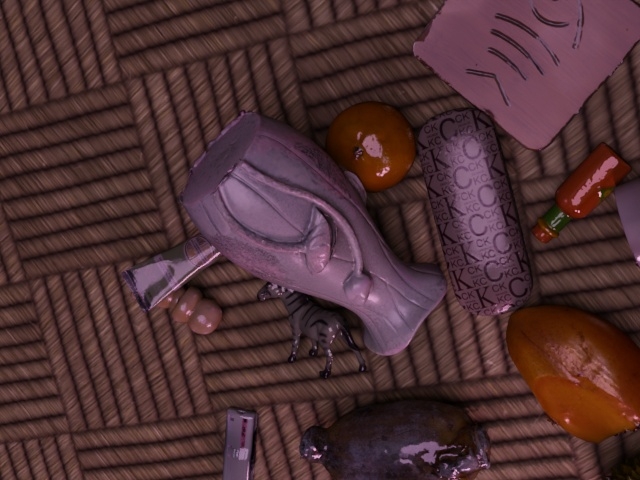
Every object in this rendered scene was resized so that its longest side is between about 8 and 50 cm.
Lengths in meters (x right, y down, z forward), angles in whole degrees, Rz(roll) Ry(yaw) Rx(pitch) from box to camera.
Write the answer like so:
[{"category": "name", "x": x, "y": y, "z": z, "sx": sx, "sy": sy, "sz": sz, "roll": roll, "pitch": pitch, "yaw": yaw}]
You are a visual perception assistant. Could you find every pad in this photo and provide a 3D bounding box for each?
[{"category": "pad", "x": 0.337, "y": -0.331, "z": 1.442, "sx": 0.286, "sy": 0.018, "sz": 0.284, "roll": 40, "pitch": 110, "yaw": 4}]

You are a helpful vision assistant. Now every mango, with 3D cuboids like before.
[{"category": "mango", "x": 0.427, "y": 0.202, "z": 1.478, "sx": 0.257, "sy": 0.138, "sz": 0.187, "roll": 50, "pitch": 126, "yaw": 4}]

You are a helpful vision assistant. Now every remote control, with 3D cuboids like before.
[{"category": "remote control", "x": -0.159, "y": 0.412, "z": 1.744, "sx": 0.065, "sy": 0.029, "sz": 0.166, "roll": 9, "pitch": 104, "yaw": 15}]

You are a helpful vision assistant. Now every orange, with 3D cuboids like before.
[{"category": "orange", "x": 0.082, "y": -0.156, "z": 1.497, "sx": 0.156, "sy": 0.124, "sz": 0.156, "roll": 3, "pitch": 102, "yaw": 16}]

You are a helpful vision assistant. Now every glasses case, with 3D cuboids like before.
[{"category": "glasses case", "x": 0.261, "y": -0.046, "z": 1.492, "sx": 0.137, "sy": 0.085, "sz": 0.355, "roll": -13, "pitch": 99, "yaw": 17}]

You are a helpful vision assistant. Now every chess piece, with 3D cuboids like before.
[{"category": "chess piece", "x": -0.265, "y": 0.115, "z": 1.683, "sx": 0.170, "sy": 0.094, "sz": 0.094, "roll": 35, "pitch": 109, "yaw": -2}]

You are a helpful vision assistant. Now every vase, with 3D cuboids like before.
[{"category": "vase", "x": 0.000, "y": 0.000, "z": 1.442, "sx": 0.445, "sy": 0.250, "sz": 0.250, "roll": 39, "pitch": 111, "yaw": -22}]

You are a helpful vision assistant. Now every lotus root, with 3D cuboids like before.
[{"category": "lotus root", "x": 0.135, "y": 0.372, "z": 1.588, "sx": 0.349, "sy": 0.175, "sz": 0.175, "roll": -3, "pitch": 101, "yaw": 20}]

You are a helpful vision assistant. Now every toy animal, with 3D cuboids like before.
[{"category": "toy animal", "x": -0.014, "y": 0.145, "z": 1.604, "sx": 0.216, "sy": 0.073, "sz": 0.176, "roll": 15, "pitch": 119, "yaw": 42}]

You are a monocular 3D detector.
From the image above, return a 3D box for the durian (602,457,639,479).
[{"category": "durian", "x": 0.566, "y": 0.456, "z": 1.473, "sx": 0.236, "sy": 0.176, "sz": 0.200, "roll": 13, "pitch": 96, "yaw": 7}]

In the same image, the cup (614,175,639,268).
[{"category": "cup", "x": 0.594, "y": -0.032, "z": 1.371, "sx": 0.226, "sy": 0.185, "sz": 0.241, "roll": -19, "pitch": 128, "yaw": 24}]

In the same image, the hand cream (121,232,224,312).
[{"category": "hand cream", "x": -0.243, "y": 0.037, "z": 1.629, "sx": 0.235, "sy": 0.055, "sz": 0.086, "roll": -31, "pitch": 83, "yaw": -5}]

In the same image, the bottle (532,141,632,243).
[{"category": "bottle", "x": 0.420, "y": -0.071, "z": 1.453, "sx": 0.069, "sy": 0.069, "sz": 0.187, "roll": 42, "pitch": 111, "yaw": 3}]
